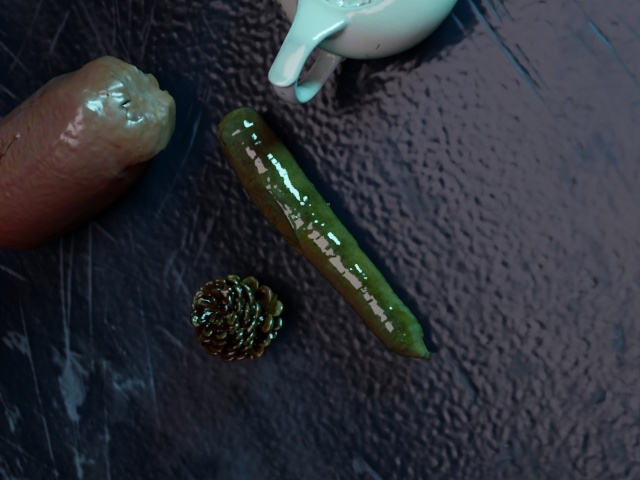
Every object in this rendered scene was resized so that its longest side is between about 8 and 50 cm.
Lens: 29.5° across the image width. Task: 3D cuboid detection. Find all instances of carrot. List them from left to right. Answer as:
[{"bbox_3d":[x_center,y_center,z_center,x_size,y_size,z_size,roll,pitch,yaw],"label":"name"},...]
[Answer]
[{"bbox_3d":[0.001,0.000,1.300,0.070,0.070,0.342,-41,81,18],"label":"carrot"}]

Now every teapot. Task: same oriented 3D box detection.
[{"bbox_3d":[0.038,-0.272,1.226,0.208,0.166,0.300,25,91,5],"label":"teapot"}]

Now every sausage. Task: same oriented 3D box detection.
[{"bbox_3d":[-0.286,-0.093,1.355,0.279,0.152,0.152,-32,82,22],"label":"sausage"}]

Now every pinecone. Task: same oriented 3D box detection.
[{"bbox_3d":[-0.092,0.084,1.314,0.102,0.109,0.102,-1,84,12],"label":"pinecone"}]
